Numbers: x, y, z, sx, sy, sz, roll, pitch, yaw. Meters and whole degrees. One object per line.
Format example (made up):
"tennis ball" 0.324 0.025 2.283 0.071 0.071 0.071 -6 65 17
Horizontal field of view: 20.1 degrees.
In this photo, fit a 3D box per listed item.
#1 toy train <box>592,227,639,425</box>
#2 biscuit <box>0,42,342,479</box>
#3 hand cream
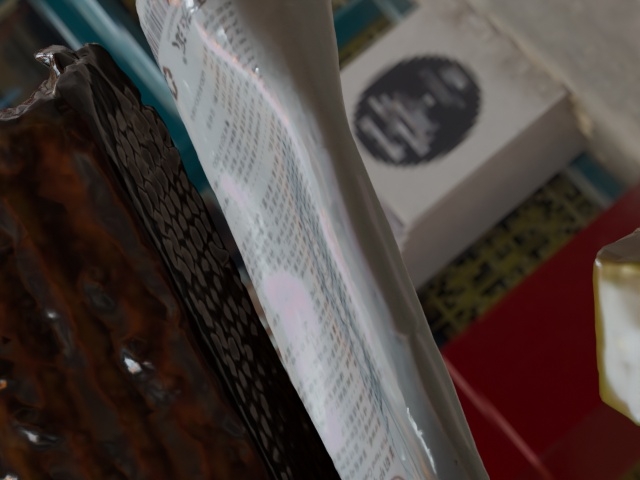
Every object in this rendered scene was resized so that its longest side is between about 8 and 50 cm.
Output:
"toy train" 0.225 -0.051 0.412 0.178 0.429 0.249 8 111 41
"biscuit" -0.008 0.130 0.512 0.107 0.073 0.388 -89 -26 -79
"hand cream" 0.000 0.000 0.644 0.121 0.076 0.336 106 150 -53
